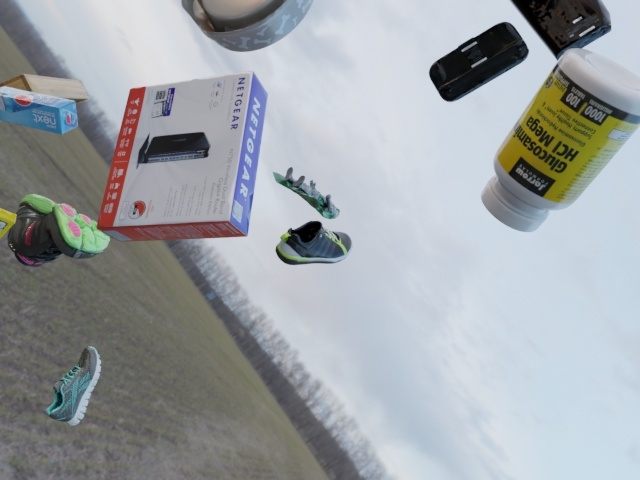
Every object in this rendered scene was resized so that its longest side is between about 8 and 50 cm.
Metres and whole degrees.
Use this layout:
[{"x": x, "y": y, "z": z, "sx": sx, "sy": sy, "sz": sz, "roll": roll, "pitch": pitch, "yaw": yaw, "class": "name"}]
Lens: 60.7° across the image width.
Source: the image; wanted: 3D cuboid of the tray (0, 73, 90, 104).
[{"x": -0.904, "y": -0.443, "z": 1.709, "sx": 0.411, "sy": 0.202, "sz": 0.076, "roll": -99, "pitch": 167, "yaw": -75, "class": "tray"}]

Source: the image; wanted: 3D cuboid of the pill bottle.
[{"x": 0.463, "y": -0.182, "z": 1.070, "sx": 0.188, "sy": 0.187, "sz": 0.334, "roll": 49, "pitch": -46, "yaw": 27, "class": "pill bottle"}]

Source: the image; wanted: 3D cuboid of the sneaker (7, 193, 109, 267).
[{"x": -0.766, "y": -0.001, "z": 1.572, "sx": 0.482, "sy": 0.202, "sz": 0.185, "roll": 12, "pitch": -20, "yaw": 48, "class": "sneaker"}]

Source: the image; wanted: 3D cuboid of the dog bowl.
[{"x": -0.166, "y": -0.617, "z": 1.337, "sx": 0.349, "sy": 0.348, "sz": 0.102, "roll": 48, "pitch": 3, "yaw": 30, "class": "dog bowl"}]

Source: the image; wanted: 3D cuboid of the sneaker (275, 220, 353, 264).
[{"x": 0.000, "y": 0.000, "z": 1.305, "sx": 0.084, "sy": 0.234, "sz": 0.097, "roll": 48, "pitch": -51, "yaw": 31, "class": "sneaker"}]

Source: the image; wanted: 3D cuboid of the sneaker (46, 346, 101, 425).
[{"x": -0.523, "y": 0.305, "z": 1.156, "sx": 0.064, "sy": 0.167, "sz": 0.076, "roll": -1, "pitch": -21, "yaw": 38, "class": "sneaker"}]

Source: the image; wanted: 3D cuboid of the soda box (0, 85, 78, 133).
[{"x": -0.730, "y": -0.331, "z": 1.384, "sx": 0.209, "sy": 0.067, "sz": 0.071, "roll": 13, "pitch": -59, "yaw": 8, "class": "soda box"}]

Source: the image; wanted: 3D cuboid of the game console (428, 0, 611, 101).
[{"x": 0.396, "y": -0.430, "z": 1.147, "sx": 0.044, "sy": 0.361, "sz": 0.213, "roll": 38, "pitch": 26, "yaw": -62, "class": "game console"}]

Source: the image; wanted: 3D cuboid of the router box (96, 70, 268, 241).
[{"x": -0.277, "y": -0.170, "z": 1.120, "sx": 0.082, "sy": 0.300, "sz": 0.336, "roll": 49, "pitch": 42, "yaw": -61, "class": "router box"}]

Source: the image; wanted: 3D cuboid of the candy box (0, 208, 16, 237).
[{"x": -0.670, "y": -0.049, "z": 0.970, "sx": 0.205, "sy": 0.105, "sz": 0.027, "roll": 31, "pitch": 30, "yaw": -43, "class": "candy box"}]

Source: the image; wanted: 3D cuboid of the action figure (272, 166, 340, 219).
[{"x": -0.012, "y": -0.110, "z": 1.410, "sx": 0.137, "sy": 0.063, "sz": 0.232, "roll": 41, "pitch": 3, "yaw": 35, "class": "action figure"}]
